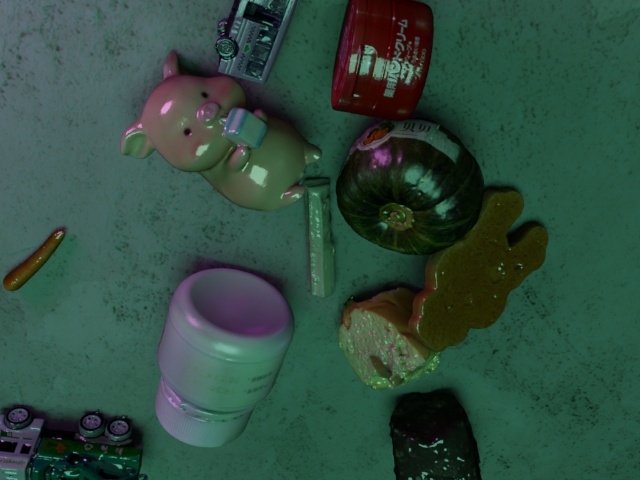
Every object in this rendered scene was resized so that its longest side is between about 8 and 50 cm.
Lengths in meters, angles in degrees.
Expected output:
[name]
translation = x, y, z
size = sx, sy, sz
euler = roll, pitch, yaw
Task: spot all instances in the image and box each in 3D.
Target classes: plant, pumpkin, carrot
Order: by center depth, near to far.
[pumpkin]
translation = 0.161, -0.097, 1.272
size = 0.260, 0.189, 0.260
euler = 19, 140, 17
[carrot]
translation = -0.559, 0.037, 1.434
size = 0.190, 0.037, 0.037
euler = -39, 115, 17
[plant]
translation = 0.259, 0.489, 1.642
size = 0.189, 0.199, 0.276
euler = -12, 118, 14

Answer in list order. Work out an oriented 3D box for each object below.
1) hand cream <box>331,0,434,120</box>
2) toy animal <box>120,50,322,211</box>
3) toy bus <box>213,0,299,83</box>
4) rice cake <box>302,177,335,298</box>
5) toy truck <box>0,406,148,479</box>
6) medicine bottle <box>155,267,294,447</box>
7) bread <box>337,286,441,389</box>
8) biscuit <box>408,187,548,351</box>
[hand cream]
translation = 0.093, -0.287, 1.140
size = 0.126, 0.193, 0.193
euler = 7, 122, -8
[toy animal]
translation = -0.162, -0.164, 1.200
size = 0.256, 0.213, 0.195
euler = 39, 71, -34
[toy bus]
translation = -0.097, -0.355, 1.151
size = 0.108, 0.096, 0.198
euler = 17, 123, -16
[rice cake]
translation = 0.000, 0.000, 1.405
size = 0.057, 0.052, 0.256
euler = -18, 126, -24
[toy truck]
translation = -0.568, 0.499, 1.645
size = 0.364, 0.178, 0.176
euler = 11, 122, -4
[medicine bottle]
translation = -0.200, 0.234, 1.437
size = 0.241, 0.241, 0.301
euler = 15, 121, -10
[bread]
translation = 0.154, 0.184, 1.508
size = 0.211, 0.224, 0.183
euler = 48, 126, 19
[biscuit]
translation = 0.290, 0.063, 1.371
size = 0.202, 0.047, 0.333
euler = 44, 81, -25
